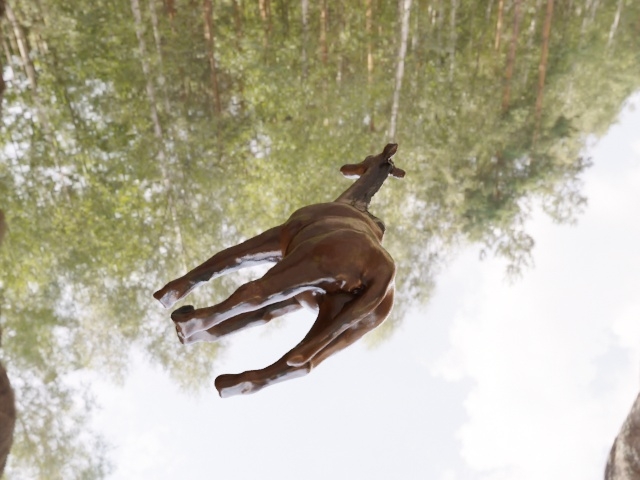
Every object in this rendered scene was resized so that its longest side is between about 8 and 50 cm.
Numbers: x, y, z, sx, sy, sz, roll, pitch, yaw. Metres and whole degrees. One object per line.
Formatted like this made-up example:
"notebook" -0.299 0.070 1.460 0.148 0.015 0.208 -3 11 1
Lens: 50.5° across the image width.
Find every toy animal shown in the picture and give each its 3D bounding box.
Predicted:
"toy animal" 0.000 0.000 0.462 0.229 0.066 0.224 -29 -158 -16
